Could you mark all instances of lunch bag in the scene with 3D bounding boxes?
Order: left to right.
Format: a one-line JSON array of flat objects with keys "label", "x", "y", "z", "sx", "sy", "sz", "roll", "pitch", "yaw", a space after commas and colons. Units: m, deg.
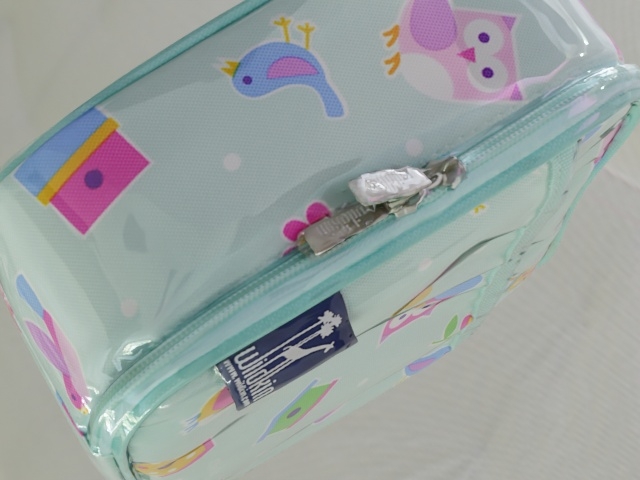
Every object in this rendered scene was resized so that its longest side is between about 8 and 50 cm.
[{"label": "lunch bag", "x": 0.000, "y": 0.000, "z": 0.547, "sx": 0.224, "sy": 0.108, "sz": 0.279, "roll": -29, "pitch": 168, "yaw": -12}]
